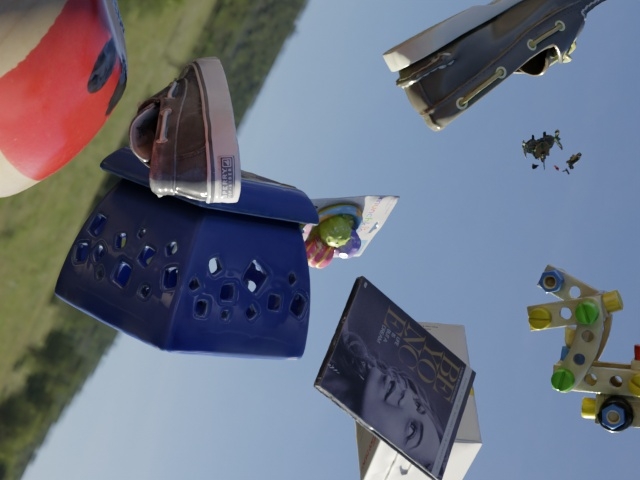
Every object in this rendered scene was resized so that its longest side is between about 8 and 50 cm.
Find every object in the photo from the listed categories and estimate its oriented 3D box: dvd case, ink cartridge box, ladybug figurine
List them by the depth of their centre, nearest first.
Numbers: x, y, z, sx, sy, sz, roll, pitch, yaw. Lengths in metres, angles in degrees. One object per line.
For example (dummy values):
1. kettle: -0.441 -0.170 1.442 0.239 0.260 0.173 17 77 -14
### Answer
1. ladybug figurine: -0.246 -0.195 1.059 0.449 0.161 0.305 105 -26 -81
2. dvd case: 0.098 0.172 1.678 0.018 0.221 0.165 -19 -142 46
3. ink cartridge box: 0.153 0.274 2.232 0.171 0.168 0.233 106 -15 -48

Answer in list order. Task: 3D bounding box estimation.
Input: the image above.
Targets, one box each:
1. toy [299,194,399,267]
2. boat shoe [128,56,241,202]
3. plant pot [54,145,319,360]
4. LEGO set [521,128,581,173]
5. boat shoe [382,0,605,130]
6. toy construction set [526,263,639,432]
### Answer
1. toy: 0.000 0.000 1.941 0.137 0.237 0.056 -56 -133 40
2. boat shoe: -0.145 -0.114 1.387 0.301 0.102 0.108 -109 -161 -63
3. plant pot: -0.150 0.011 1.661 0.236 0.236 0.212 19 -83 43
4. LEGO set: 0.268 -0.106 1.600 0.054 0.083 0.023 -42 -144 13
5. boat shoe: 0.194 -0.200 1.334 0.305 0.091 0.109 -29 -174 -32
6. toy construction set: 0.433 0.148 1.782 0.151 0.327 0.215 -5 97 -54
